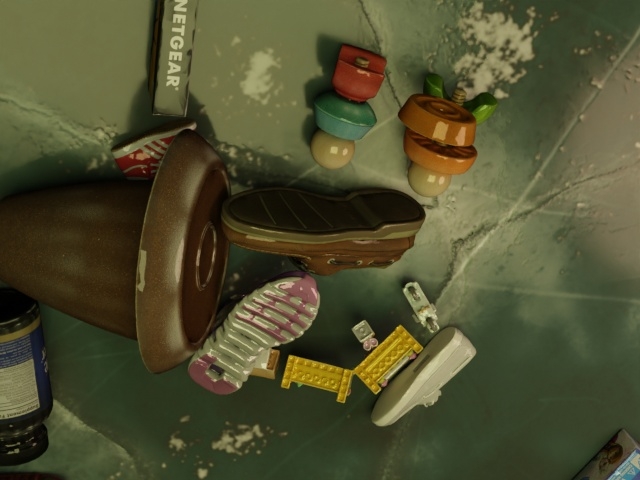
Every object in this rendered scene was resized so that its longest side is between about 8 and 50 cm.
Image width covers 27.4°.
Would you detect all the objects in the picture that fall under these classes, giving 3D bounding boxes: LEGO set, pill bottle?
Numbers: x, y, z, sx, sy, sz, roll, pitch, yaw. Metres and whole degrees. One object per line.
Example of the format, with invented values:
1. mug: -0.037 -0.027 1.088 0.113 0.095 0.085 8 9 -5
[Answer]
1. LEGO set: 0.039 0.169 1.871 0.287 0.107 0.132 -22 78 4
2. pill bottle: -0.427 0.187 1.765 0.122 0.123 0.219 -6 112 -7

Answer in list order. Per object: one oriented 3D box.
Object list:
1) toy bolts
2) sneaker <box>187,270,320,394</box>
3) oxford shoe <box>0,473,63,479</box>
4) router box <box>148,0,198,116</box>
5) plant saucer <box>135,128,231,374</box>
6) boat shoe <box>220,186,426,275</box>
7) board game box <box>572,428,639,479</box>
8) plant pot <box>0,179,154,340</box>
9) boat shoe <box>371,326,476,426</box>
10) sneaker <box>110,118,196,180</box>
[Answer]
1. toy bolts: 0.093 -0.133 1.702 0.228 0.218 0.158 21 113 2
2. sneaker: -0.090 0.105 1.781 0.095 0.104 0.236 36 123 -18
3. oxford shoe: -0.526 0.412 1.838 0.348 0.123 0.130 1 116 -9
4. router box: -0.183 -0.257 1.630 0.046 0.133 0.179 4 110 -12
5. plant saucer: -0.163 0.017 1.643 0.050 0.310 0.311 8 111 9
6. boat shoe: 0.000 0.000 1.733 0.307 0.111 0.104 1 129 -31
7. board game box: 0.483 0.506 2.072 0.318 0.066 0.319 37 101 -20
8. plant pot: -0.302 0.011 1.690 0.230 0.215 0.215 10 110 6
9. boat shoe: 0.152 0.208 1.909 0.063 0.066 0.184 40 90 -20
10. sneaker: -0.210 -0.113 1.729 0.118 0.042 0.067 -20 109 7
